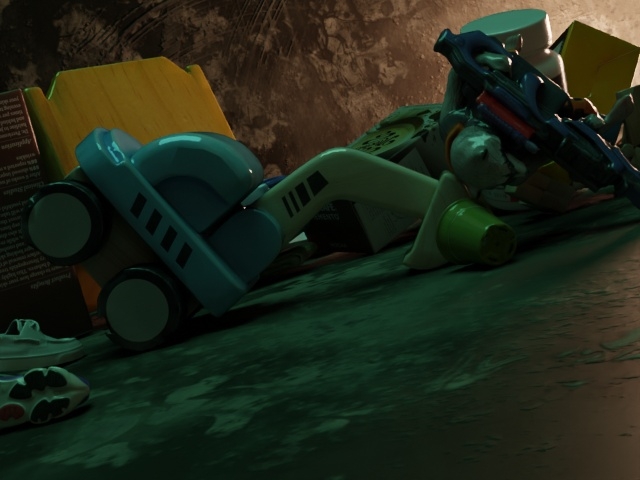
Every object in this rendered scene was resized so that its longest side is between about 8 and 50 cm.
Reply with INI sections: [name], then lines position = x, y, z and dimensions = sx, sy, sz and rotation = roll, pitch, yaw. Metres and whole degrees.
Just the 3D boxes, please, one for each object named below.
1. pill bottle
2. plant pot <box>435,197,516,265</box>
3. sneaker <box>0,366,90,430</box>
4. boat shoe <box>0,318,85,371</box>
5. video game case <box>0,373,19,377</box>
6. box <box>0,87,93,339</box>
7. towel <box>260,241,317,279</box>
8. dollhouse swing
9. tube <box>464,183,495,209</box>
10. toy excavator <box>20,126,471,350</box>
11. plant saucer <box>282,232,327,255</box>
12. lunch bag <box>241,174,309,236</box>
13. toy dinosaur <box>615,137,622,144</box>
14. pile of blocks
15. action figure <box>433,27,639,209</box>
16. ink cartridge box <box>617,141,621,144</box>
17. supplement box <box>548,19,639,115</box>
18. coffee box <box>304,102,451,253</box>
[pill bottle]
position = 0.309, -0.205, 1.901
dimensions = 0.161, 0.283, 0.161
rotation = -12, 21, 5
[plant pot]
position = 0.192, -0.003, 1.445
dimensions = 0.083, 0.083, 0.079
rotation = -17, 18, -20
[sneaker]
position = -0.313, 0.166, 1.236
dimensions = 0.169, 0.068, 0.071
rotation = -5, -8, 12
[boat shoe]
position = -0.385, 0.132, 1.556
dimensions = 0.184, 0.063, 0.066
rotation = -2, -1, -37
[video game case]
position = -0.473, 0.199, 1.466
dimensions = 0.190, 0.022, 0.173
rotation = -17, 5, -30
[box]
position = -0.493, -0.014, 1.793
dimensions = 0.191, 0.382, 0.143
rotation = -18, 4, -38
[towel]
position = -0.081, 0.041, 1.940
dimensions = 0.148, 0.027, 0.110
rotation = -20, 5, 18
[dollhouse swing]
position = -0.350, -0.082, 2.018
dimensions = 0.346, 0.315, 0.305
rotation = -18, -12, -43
[tube]
position = 0.303, -0.089, 2.043
dimensions = 0.240, 0.070, 0.062
rotation = -15, -5, -10
[toy excavator]
position = -0.087, -0.038, 1.566
dimensions = 0.445, 0.433, 0.222
rotation = -43, 1, 9
[plant saucer]
position = 0.000, 0.000, 2.112
dimensions = 0.194, 0.038, 0.195
rotation = -14, 5, 1
[lunch bag]
position = -0.181, 0.010, 1.898
dimensions = 0.303, 0.115, 0.243
rotation = -25, 1, -24
[toy dinosaur]
position = 0.613, -0.199, 2.082
dimensions = 0.295, 0.127, 0.200
rotation = -28, 32, 9
[pile of blocks]
position = 0.424, -0.143, 1.804
dimensions = 0.362, 0.149, 0.112
rotation = -17, 6, -13
[action figure]
position = 0.281, -0.127, 1.562
dimensions = 0.330, 0.341, 0.178
rotation = -33, -17, -49
[ink cartridge box]
position = 0.542, -0.163, 1.965
dimensions = 0.179, 0.045, 0.145
rotation = -33, 6, 0
[supplement box]
position = 0.436, -0.239, 2.111
dimensions = 0.129, 0.191, 0.194
rotation = 21, -18, -5
[coffee box]
position = 0.111, -0.105, 1.976
dimensions = 0.297, 0.119, 0.168
rotation = -38, 24, -31
